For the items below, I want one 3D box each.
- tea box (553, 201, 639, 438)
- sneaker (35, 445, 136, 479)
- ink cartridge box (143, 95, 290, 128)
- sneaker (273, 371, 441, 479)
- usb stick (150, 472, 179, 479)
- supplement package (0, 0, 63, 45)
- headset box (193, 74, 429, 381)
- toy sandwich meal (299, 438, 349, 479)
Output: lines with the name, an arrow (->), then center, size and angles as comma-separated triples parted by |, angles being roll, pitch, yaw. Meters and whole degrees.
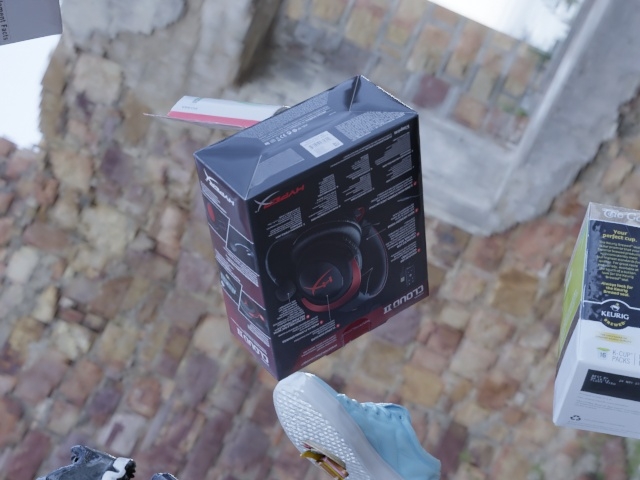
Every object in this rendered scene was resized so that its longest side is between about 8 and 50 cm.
tea box -> 0.570, 0.145, 1.965 | 0.220, 0.329, 0.323 | 92, -170, -54
sneaker -> -0.343, 0.362, 1.578 | 0.234, 0.106, 0.078 | -58, -9, -40
ink cartridge box -> -0.156, -0.208, 1.954 | 0.225, 0.181, 0.056 | 4, -86, -70
sneaker -> 0.066, 0.305, 1.930 | 0.135, 0.366, 0.150 | -10, 40, 42
usb stick -> -0.154, 0.440, 1.770 | 0.045, 0.278, 0.077 | 13, -75, -60
supplement package -> -0.583, -0.421, 1.932 | 0.175, 0.293, 0.177 | 104, 147, -61
headset box -> 0.000, 0.000, 1.318 | 0.218, 0.110, 0.293 | -28, -46, -22
toy sandwich meal -> 0.003, 0.320, 1.744 | 0.029, 0.086, 0.085 | -57, -5, -13
